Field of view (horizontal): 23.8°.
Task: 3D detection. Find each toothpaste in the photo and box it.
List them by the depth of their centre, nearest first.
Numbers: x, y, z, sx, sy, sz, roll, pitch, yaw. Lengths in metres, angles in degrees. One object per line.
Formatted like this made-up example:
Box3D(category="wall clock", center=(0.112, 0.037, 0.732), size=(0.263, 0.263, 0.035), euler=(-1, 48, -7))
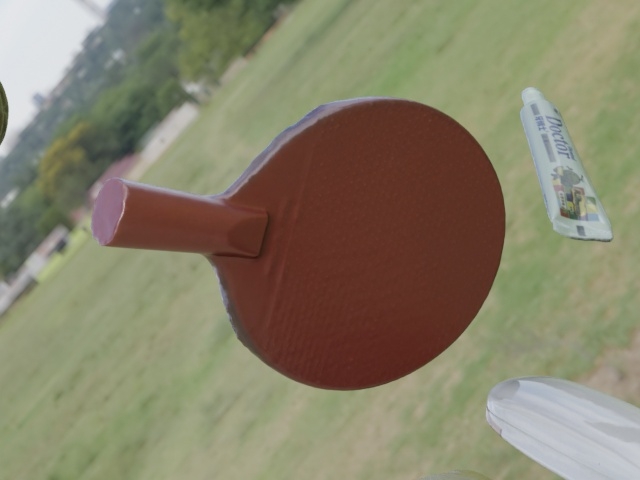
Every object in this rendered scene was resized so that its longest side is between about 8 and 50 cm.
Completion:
Box3D(category="toothpaste", center=(0.249, -0.084, 1.600), size=(0.255, 0.067, 0.037), euler=(-98, 22, -50))

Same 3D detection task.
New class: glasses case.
Box3D(category="glasses case", center=(0.161, 0.115, 0.846), size=(0.164, 0.063, 0.041), euler=(24, 114, 46))

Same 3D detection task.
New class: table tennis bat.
Box3D(category="table tennis bat", center=(0.000, 0.000, 0.977), size=(0.038, 0.310, 0.200), euler=(27, 105, 53))

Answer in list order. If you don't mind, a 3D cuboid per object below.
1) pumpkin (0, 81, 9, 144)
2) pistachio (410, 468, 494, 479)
Box3D(category="pumpkin", center=(-0.440, -0.153, 1.486), size=(0.260, 0.260, 0.189), euler=(-129, 47, -82))
Box3D(category="pistachio", center=(0.115, 0.299, 1.397), size=(0.288, 0.197, 0.166), euler=(164, 115, -86))
